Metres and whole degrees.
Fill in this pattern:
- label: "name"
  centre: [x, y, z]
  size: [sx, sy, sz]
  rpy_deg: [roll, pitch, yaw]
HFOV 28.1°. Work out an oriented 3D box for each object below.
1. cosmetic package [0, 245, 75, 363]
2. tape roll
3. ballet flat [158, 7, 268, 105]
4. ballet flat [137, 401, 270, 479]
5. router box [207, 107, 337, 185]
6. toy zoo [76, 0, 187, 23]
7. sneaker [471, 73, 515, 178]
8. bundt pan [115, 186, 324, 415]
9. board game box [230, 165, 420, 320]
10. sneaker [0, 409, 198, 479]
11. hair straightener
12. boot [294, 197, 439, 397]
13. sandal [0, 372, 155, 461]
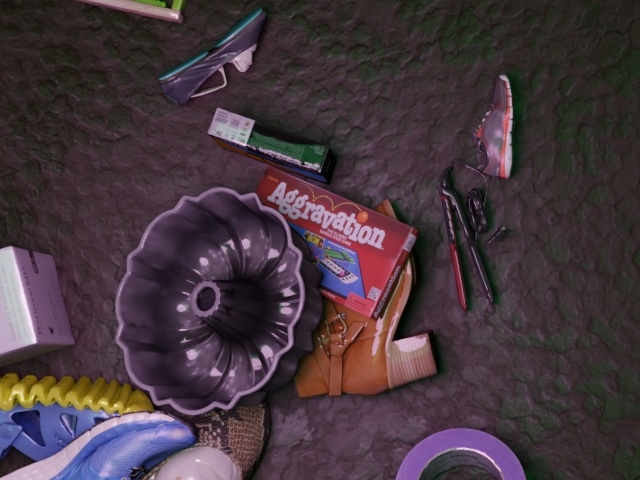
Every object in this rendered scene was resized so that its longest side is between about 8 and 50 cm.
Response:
- label: "cosmetic package"
  centre: [-0.480, 0.105, 1.910]
  size: [0.152, 0.184, 0.151]
  rpy_deg: [-17, 84, 5]
- label: "tape roll"
  centre: [0.204, 0.370, 1.830]
  size: [0.189, 0.080, 0.189]
  rpy_deg: [-5, 63, 10]
- label: "ballet flat"
  centre: [-0.154, -0.277, 1.972]
  size: [0.203, 0.074, 0.074]
  rpy_deg: [-36, 82, -4]
- label: "ballet flat"
  centre: [-0.251, 0.417, 1.855]
  size: [0.483, 0.182, 0.164]
  rpy_deg: [-40, 109, 1]
- label: "router box"
  centre: [-0.069, -0.139, 1.911]
  size: [0.179, 0.133, 0.046]
  rpy_deg: [20, 87, 8]
- label: "toy zoo"
  centre: [-0.277, -0.505, 2.019]
  size: [0.192, 0.030, 0.293]
  rpy_deg: [14, 87, 7]
- label: "sneaker"
  centre: [0.258, -0.172, 1.917]
  size: [0.065, 0.061, 0.157]
  rpy_deg: [1, 84, 13]
- label: "bundt pan"
  centre: [-0.133, 0.096, 1.847]
  size: [0.331, 0.124, 0.330]
  rpy_deg: [-9, 72, 29]
- label: "board game box"
  centre: [0.000, 0.000, 1.885]
  size: [0.281, 0.027, 0.145]
  rpy_deg: [24, 86, 34]
- label: "sneaker"
  centre: [-0.309, 0.352, 1.786]
  size: [0.330, 0.130, 0.147]
  rpy_deg: [-30, 68, 5]
- label: "hair straightener"
  centre: [0.232, -0.014, 1.917]
  size: [0.089, 0.047, 0.230]
  rpy_deg: [-11, 79, 5]
- label: "boot"
  centre: [0.045, 0.092, 1.905]
  size: [0.220, 0.109, 0.283]
  rpy_deg: [-12, 88, 11]
- label: "sandal"
  centre: [-0.401, 0.276, 1.927]
  size: [0.318, 0.126, 0.138]
  rpy_deg: [2, 96, 12]
